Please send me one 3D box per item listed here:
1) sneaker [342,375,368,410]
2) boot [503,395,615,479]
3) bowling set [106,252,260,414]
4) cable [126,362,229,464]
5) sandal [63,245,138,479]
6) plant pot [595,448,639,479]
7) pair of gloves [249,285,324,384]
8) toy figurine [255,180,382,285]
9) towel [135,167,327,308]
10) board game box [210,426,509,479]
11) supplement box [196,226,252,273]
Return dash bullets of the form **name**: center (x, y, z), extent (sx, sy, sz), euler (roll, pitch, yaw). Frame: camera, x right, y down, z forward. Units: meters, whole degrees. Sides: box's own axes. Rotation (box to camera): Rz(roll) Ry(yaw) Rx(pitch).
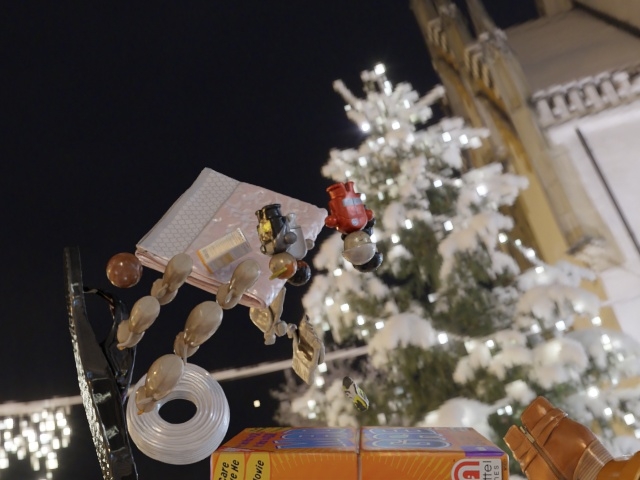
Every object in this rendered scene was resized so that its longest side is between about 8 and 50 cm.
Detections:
- **sneaker**: center (0.074, 0.327, 2.066), extent (0.031, 0.083, 0.035), euler (-32, -2, 13)
- **boot**: center (0.430, 0.466, 1.883), extent (0.109, 0.220, 0.283), euler (0, -54, -51)
- **bowling set**: center (-0.244, 0.101, 1.497), extent (0.287, 0.200, 0.154), euler (-49, -1, -37)
- **cable**: center (-0.356, 0.430, 2.422), extent (0.257, 0.257, 0.089), euler (24, -38, 11)
- **sandal**: center (-0.348, 0.216, 1.613), extent (0.107, 0.445, 0.167), euler (-11, -21, -20)
- **plant pot**: center (0.574, 0.443, 1.655), extent (0.205, 0.205, 0.188), euler (-6, -7, -14)
- **pair of gloves**: center (-0.083, 0.212, 2.272), extent (0.042, 0.240, 0.204), euler (-29, -25, -33)
- **toy figurine**: center (0.000, 0.000, 1.715), extent (0.210, 0.148, 0.213), euler (-17, -8, 4)
- **towel**: center (-0.186, -0.014, 2.077), extent (0.317, 0.332, 0.053), euler (20, -46, 13)
- **board game box**: center (0.053, 0.443, 1.290), extent (0.356, 0.356, 0.356), euler (0, -6, 2)
- **supplement box**: center (-0.190, 0.021, 1.917), extent (0.098, 0.036, 0.062), euler (-29, -21, -3)
